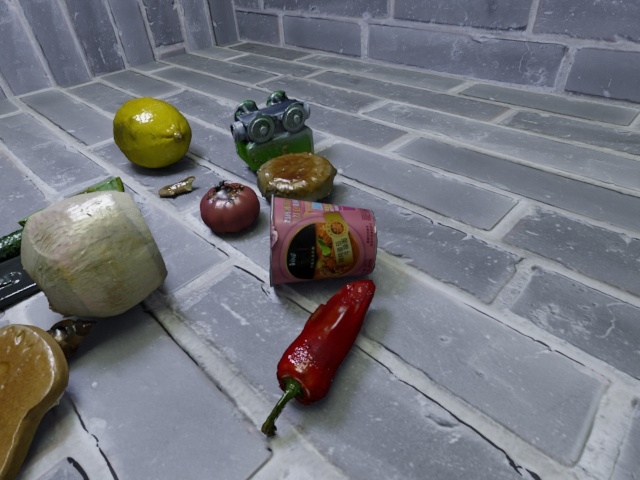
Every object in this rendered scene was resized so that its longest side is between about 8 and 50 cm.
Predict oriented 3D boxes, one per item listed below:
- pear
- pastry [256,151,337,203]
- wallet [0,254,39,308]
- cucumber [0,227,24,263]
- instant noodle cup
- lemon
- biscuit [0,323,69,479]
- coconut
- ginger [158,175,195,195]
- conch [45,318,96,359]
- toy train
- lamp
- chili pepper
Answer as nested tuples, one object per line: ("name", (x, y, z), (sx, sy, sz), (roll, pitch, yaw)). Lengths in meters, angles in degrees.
("pear", (-0.741, -0.084, 1.228), (0.288, 0.139, 0.239), (-36, 33, -28))
("pastry", (-0.079, -0.191, 1.307), (0.257, 0.120, 0.236), (20, 48, 25))
("wallet", (-0.821, 0.108, 1.053), (0.169, 0.052, 0.245), (29, 46, 31))
("cucumber", (-0.886, 0.003, 1.177), (0.069, 0.069, 0.227), (16, 40, 24))
("instant noodle cup", (0.000, 0.000, 0.985), (0.255, 0.243, 0.244), (0, 38, -5))
("lemon", (-0.636, -0.404, 1.523), (0.268, 0.268, 0.322), (-32, 46, -31))
("biscuit", (-0.609, 0.325, 0.705), (0.287, 0.057, 0.344), (36, 65, 24))
("coconut", (-0.516, 0.037, 0.912), (0.255, 0.297, 0.297), (-27, 43, -24))
("ginger", (-0.497, -0.183, 1.397), (0.137, 0.044, 0.057), (-24, 71, -15))
("conch", (-0.583, 0.232, 0.841), (0.233, 0.086, 0.080), (-31, 69, -21))
("toy train", (-0.174, -0.386, 1.454), (0.307, 0.248, 0.173), (-24, 45, -23))
("lamp", (-0.272, -0.106, 1.197), (0.182, 0.140, 0.182), (-2, 42, 2))
("chili pepper", (0.008, 0.205, 0.793), (0.110, 0.110, 0.387), (17, 43, 25))
